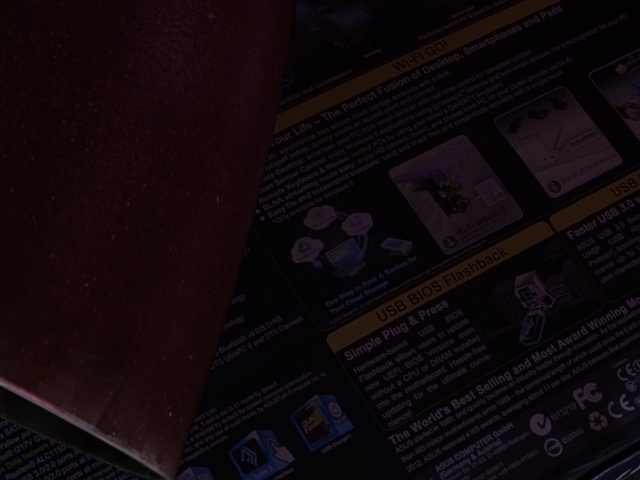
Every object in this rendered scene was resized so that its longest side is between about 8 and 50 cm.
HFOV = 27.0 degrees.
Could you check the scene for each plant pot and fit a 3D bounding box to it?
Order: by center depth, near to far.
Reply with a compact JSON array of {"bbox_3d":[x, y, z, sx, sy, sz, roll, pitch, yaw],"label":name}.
[{"bbox_3d":[-0.094,-0.072,0.428,0.215,0.215,0.230,72,42,-70],"label":"plant pot"}]

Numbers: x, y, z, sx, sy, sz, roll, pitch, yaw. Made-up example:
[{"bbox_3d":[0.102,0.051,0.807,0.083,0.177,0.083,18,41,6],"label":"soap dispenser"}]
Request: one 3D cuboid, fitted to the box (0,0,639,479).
[{"bbox_3d":[0.000,0.000,0.594,0.395,0.318,0.097,-28,161,-18],"label":"box"}]
